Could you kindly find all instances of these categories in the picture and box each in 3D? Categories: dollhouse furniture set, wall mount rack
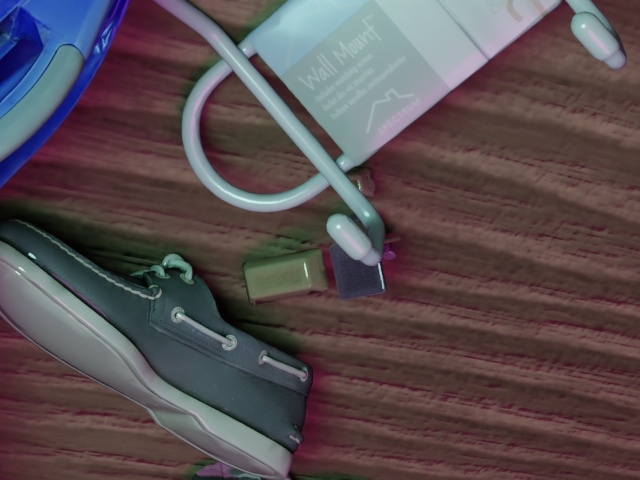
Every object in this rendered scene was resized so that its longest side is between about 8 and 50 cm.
[{"bbox_3d":[0.000,0.000,1.338,0.114,0.091,0.081,-12,180,21],"label":"dollhouse furniture set"},{"bbox_3d":[0.014,-0.166,1.119,0.350,0.130,0.304,-39,99,15],"label":"wall mount rack"}]

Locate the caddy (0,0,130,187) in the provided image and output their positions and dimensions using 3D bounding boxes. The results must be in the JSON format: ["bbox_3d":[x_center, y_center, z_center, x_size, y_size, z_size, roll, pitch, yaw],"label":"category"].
[{"bbox_3d":[-0.217,-0.103,0.940,0.341,0.179,0.241,-52,164,-30],"label":"caddy"}]

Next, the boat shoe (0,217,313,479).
[{"bbox_3d":[-0.122,0.062,1.313,0.319,0.116,0.099,40,66,-34],"label":"boat shoe"}]

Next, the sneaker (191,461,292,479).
[{"bbox_3d":[-0.035,0.239,1.503,0.178,0.072,0.077,18,134,-25],"label":"sneaker"}]
